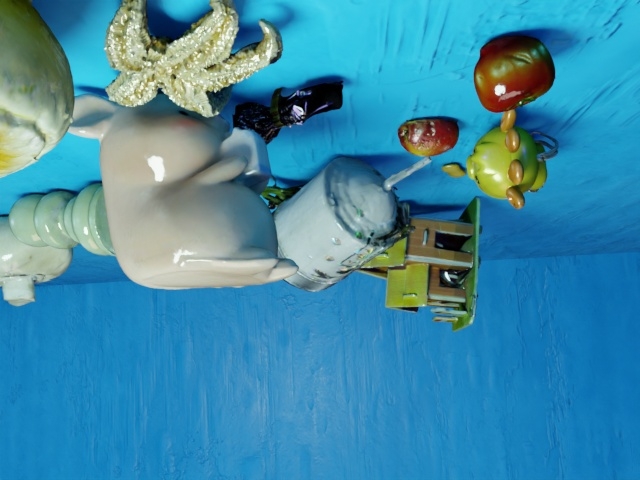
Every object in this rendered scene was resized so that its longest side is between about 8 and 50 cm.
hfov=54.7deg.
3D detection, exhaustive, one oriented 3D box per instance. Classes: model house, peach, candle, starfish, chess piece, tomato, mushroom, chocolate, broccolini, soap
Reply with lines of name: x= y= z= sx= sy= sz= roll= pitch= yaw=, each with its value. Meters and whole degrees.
model house: x=0.206 y=0.060 z=1.550 sx=0.324 sy=0.300 sz=0.340 roll=7 pitch=165 yaw=0
peach: x=0.160 y=-0.150 z=0.913 sx=0.083 sy=0.050 sz=0.077 roll=-4 pitch=173 yaw=-18
candle: x=0.049 y=-0.046 z=1.069 sx=0.187 sy=0.187 sz=0.330 roll=4 pitch=152 yaw=-39
starfish: x=-0.139 y=-0.172 z=0.619 sx=0.238 sy=0.071 sz=0.216 roll=-1 pitch=168 yaw=34
chess piece: x=-0.476 y=-0.037 z=1.176 sx=0.251 sy=0.144 sz=0.144 roll=-1 pitch=173 yaw=22
tomato: x=0.203 y=-0.178 z=0.655 sx=0.087 sy=0.075 sz=0.087 roll=-18 pitch=174 yaw=-2
mushroom: x=-0.696 y=0.047 z=1.419 sx=0.246 sy=0.202 sz=0.246 roll=-14 pitch=171 yaw=-2
chocolate: x=-0.043 y=-0.160 z=0.756 sx=0.147 sy=0.072 sz=0.070 roll=-21 pitch=120 yaw=41
broccolini: x=-0.128 y=-0.086 z=1.183 sx=0.271 sy=0.062 sz=0.123 roll=-4 pitch=158 yaw=-34
soap: x=0.253 y=-0.132 z=1.171 sx=0.034 sy=0.012 sz=0.089 roll=-6 pitch=171 yaw=25

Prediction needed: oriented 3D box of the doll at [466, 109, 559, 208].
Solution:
doll: x=0.287 y=-0.114 z=0.925 sx=0.135 sy=0.143 sz=0.221 roll=-3 pitch=179 yaw=14

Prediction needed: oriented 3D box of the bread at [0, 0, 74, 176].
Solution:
bread: x=-0.345 y=-0.134 z=0.468 sx=0.306 sy=0.158 sz=0.305 roll=-6 pitch=173 yaw=-1

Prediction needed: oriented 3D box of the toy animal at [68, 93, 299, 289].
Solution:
toy animal: x=-0.161 y=-0.060 z=0.735 sx=0.213 sy=0.256 sz=0.195 roll=-17 pitch=164 yaw=16
